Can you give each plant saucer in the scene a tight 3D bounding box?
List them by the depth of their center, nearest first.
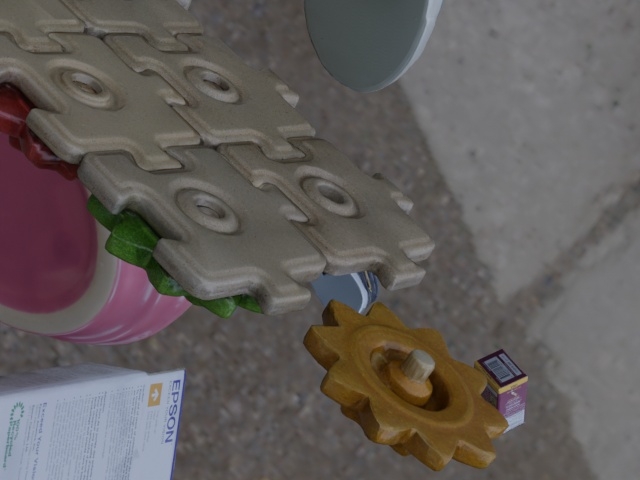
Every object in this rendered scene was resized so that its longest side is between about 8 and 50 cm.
[{"bbox_3d":[-0.237,-0.051,1.364,0.084,0.332,0.332,-40,144,-46],"label":"plant saucer"}]

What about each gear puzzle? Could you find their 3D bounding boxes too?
[{"bbox_3d":[-0.047,-0.020,0.705,0.175,0.339,0.044,-9,137,-53],"label":"gear puzzle"}]

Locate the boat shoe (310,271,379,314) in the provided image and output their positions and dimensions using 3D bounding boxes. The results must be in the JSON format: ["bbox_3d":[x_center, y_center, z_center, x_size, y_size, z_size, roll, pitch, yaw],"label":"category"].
[{"bbox_3d":[0.000,0.000,1.849,0.065,0.183,0.083,-28,179,18],"label":"boat shoe"}]

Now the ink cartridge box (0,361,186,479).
[{"bbox_3d":[-0.250,0.278,1.537,0.330,0.071,0.324,0,100,-66],"label":"ink cartridge box"}]

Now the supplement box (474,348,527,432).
[{"bbox_3d":[0.210,0.178,1.980,0.043,0.055,0.083,-23,137,-20],"label":"supplement box"}]

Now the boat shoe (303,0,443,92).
[{"bbox_3d":[0.054,-0.181,0.897,0.081,0.079,0.228,-38,153,-42],"label":"boat shoe"}]
